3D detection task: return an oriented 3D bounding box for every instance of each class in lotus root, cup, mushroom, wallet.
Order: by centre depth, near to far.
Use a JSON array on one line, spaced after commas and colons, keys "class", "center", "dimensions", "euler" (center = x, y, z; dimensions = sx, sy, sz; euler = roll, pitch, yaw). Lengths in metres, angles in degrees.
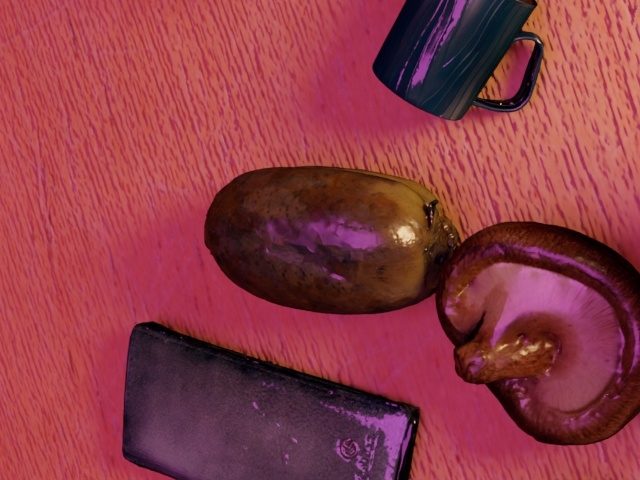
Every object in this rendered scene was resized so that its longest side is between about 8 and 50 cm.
[{"class": "mushroom", "center": [0.225, 0.081, 1.164], "dimensions": [0.194, 0.138, 0.231], "euler": [-31, 91, 15]}, {"class": "cup", "center": [0.140, -0.192, 1.186], "dimensions": [0.150, 0.113, 0.138], "euler": [40, 115, 23]}, {"class": "lotus root", "center": [0.000, 0.000, 1.265], "dimensions": [0.275, 0.152, 0.160], "euler": [6, 107, 31]}, {"class": "wallet", "center": [-0.072, 0.227, 1.390], "dimensions": [0.379, 0.046, 0.190], "euler": [15, 104, 27]}]
